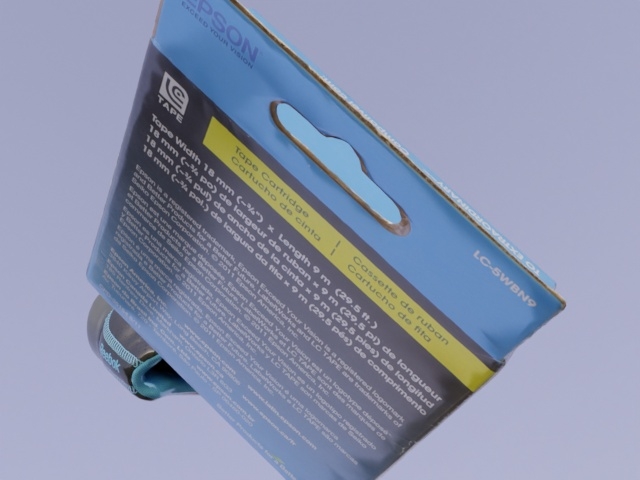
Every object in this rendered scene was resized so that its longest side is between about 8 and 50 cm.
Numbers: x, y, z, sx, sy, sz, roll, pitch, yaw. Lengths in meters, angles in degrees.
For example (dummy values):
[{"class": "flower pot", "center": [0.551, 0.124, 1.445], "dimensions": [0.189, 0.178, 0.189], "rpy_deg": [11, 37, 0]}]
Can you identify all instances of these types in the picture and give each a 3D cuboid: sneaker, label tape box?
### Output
[{"class": "sneaker", "center": [-0.040, 0.096, 1.034], "dimensions": [0.341, 0.139, 0.125], "rpy_deg": [-7, -69, -20]}, {"class": "label tape box", "center": [0.000, 0.000, 0.629], "dimensions": [0.106, 0.240, 0.333], "rpy_deg": [-42, -8, -34]}]
